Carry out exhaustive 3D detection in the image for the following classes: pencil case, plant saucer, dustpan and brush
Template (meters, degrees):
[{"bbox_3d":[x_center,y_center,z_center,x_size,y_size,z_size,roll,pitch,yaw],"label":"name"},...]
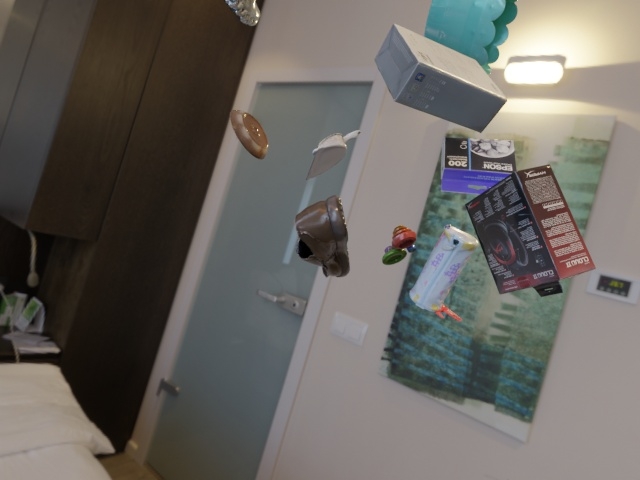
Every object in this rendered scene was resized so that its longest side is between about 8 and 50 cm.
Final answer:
[{"bbox_3d":[0.381,0.090,1.261,0.113,0.273,0.124,25,25,7],"label":"pencil case"},{"bbox_3d":[-0.245,-0.387,1.455,0.036,0.198,0.198,-26,-19,20],"label":"plant saucer"},{"bbox_3d":[0.044,-0.262,1.144,0.211,0.060,0.147,-25,-17,-26],"label":"dustpan and brush"}]

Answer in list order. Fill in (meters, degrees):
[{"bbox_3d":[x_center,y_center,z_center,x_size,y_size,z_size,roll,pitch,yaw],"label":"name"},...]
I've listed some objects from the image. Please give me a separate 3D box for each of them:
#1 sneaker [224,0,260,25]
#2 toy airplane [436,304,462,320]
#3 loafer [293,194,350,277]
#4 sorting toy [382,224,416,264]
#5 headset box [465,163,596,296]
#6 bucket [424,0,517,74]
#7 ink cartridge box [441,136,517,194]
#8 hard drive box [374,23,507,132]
[{"bbox_3d":[-0.182,-0.573,0.854,0.110,0.118,0.292,52,6,13],"label":"sneaker"},{"bbox_3d":[0.441,0.252,1.471,0.151,0.028,0.151,30,13,-8],"label":"toy airplane"},{"bbox_3d":[0.000,0.000,1.035,0.130,0.134,0.366,-10,-26,1],"label":"loafer"},{"bbox_3d":[0.152,0.004,0.790,0.061,0.042,0.102,-4,-34,-23],"label":"sorting toy"},{"bbox_3d":[0.507,-0.004,1.001,0.110,0.293,0.218,-13,-13,-15],"label":"headset box"},{"bbox_3d":[0.412,-0.602,1.093,0.183,0.281,0.281,26,2,19],"label":"bucket"},{"bbox_3d":[0.466,-0.222,1.200,0.206,0.208,0.045,6,-36,10],"label":"ink cartridge box"},{"bbox_3d":[0.253,-0.346,0.867,0.232,0.089,0.181,11,46,-22],"label":"hard drive box"}]
